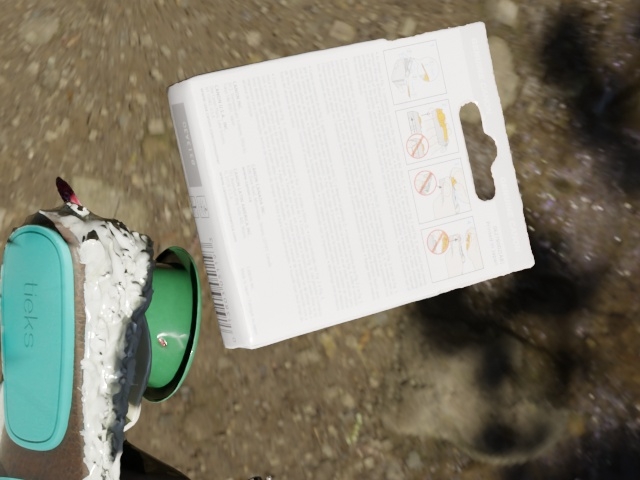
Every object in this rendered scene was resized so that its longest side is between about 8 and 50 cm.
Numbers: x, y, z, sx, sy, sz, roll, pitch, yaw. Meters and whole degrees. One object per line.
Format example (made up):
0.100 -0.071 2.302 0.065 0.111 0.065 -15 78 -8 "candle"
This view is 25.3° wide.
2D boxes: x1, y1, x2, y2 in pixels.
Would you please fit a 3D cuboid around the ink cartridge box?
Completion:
0.022 -0.041 0.965 0.224 0.056 0.181 -15 96 -25 "ink cartridge box"

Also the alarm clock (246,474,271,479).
-0.109 0.367 1.796 0.129 0.192 0.064 -37 76 -25 "alarm clock"

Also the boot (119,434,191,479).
-0.218 0.298 1.567 0.305 0.112 0.115 38 116 27 "boot"

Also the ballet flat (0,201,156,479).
-0.196 0.174 1.146 0.147 0.147 0.409 9 95 -9 "ballet flat"

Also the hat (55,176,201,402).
-0.251 0.069 1.603 0.183 0.173 0.208 12 66 -32 "hat"
